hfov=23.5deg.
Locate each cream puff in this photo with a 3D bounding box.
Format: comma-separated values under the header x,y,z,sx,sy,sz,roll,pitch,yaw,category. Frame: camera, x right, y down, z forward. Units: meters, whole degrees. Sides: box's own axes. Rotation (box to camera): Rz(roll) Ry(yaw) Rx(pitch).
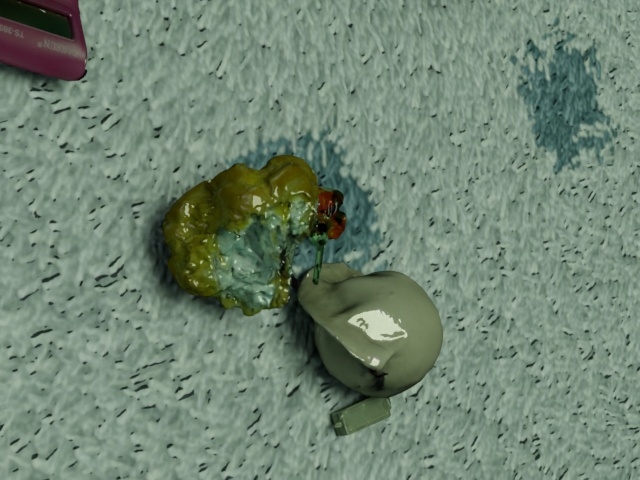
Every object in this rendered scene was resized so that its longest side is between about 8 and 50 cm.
x,y,z,sx,sy,sz,roll,pitch,yaw,category
-0.072,-0.014,1.388,0.156,0.156,0.121,28,29,-37,cream puff

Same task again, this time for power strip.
x,y,z,sx,sy,sz,roll,pitch,yaw,category
0.040,0.172,1.523,0.083,0.017,0.027,-16,89,-47,power strip

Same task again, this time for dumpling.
x,y,z,sx,sy,sz,roll,pitch,yaw,category
0.052,0.079,1.519,0.176,0.092,0.150,-22,78,-42,dumpling

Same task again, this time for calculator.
x,y,z,sx,sy,sz,roll,pitch,yaw,category
-0.260,-0.235,1.330,0.127,0.034,0.190,13,64,-42,calculator

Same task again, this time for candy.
x,y,z,sx,sy,sz,roll,pitch,yaw,category
0.000,0.000,1.467,0.055,0.049,0.184,54,17,-19,candy
